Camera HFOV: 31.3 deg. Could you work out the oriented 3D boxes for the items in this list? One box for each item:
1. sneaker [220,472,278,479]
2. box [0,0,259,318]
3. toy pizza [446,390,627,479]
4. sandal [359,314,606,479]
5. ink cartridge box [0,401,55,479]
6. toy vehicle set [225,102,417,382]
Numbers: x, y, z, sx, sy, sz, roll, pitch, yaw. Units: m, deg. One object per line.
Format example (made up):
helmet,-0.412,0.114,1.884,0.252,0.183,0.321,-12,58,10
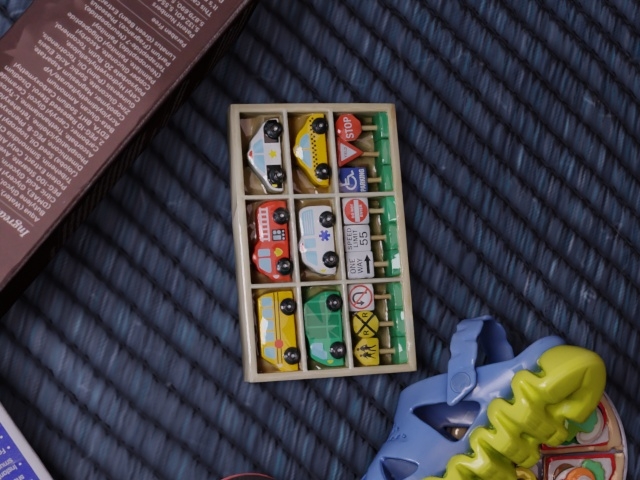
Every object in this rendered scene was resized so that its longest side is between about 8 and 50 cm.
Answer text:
sneaker,0.016,0.333,1.003,0.314,0.136,0.116,40,58,12
box,-0.221,-0.109,0.990,0.143,0.191,0.381,38,75,-6
toy pizza,0.221,0.216,1.144,0.201,0.032,0.201,2,83,-14
sandal,0.116,0.190,1.077,0.317,0.138,0.126,-43,139,1
ink cartridge box,-0.380,0.246,0.950,0.304,0.072,0.307,-33,118,-16
toy vehicle set,0.000,0.000,1.111,0.166,0.035,0.266,-3,84,-15
